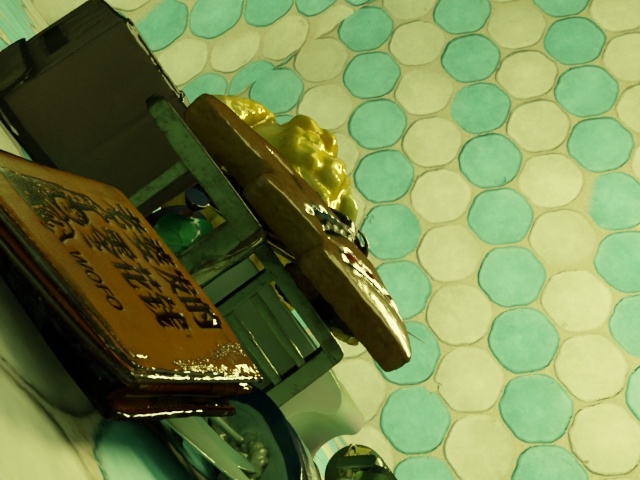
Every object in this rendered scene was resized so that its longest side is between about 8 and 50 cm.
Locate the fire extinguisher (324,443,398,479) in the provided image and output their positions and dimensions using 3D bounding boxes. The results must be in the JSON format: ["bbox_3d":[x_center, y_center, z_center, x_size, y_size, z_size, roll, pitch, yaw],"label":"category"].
[{"bbox_3d":[0.079,0.383,1.337,0.311,0.114,0.095,58,40,-52],"label":"fire extinguisher"}]

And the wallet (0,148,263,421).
[{"bbox_3d":[-0.123,0.018,0.497,0.195,0.042,0.161,48,6,21],"label":"wallet"}]

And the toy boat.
[{"bbox_3d":[-0.093,0.096,0.578,0.291,0.067,0.220,53,-2,-26],"label":"toy boat"}]

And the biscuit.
[{"bbox_3d":[0.001,-0.001,0.779,0.301,0.043,0.278,54,5,33],"label":"biscuit"}]

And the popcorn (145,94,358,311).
[{"bbox_3d":[-0.128,-0.056,1.376,0.381,0.349,0.349,29,5,-20],"label":"popcorn"}]

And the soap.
[{"bbox_3d":[-0.052,0.150,0.984,0.208,0.115,0.347,53,-4,20],"label":"soap"}]

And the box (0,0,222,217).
[{"bbox_3d":[-0.234,-0.142,0.936,0.188,0.153,0.252,57,-6,-26],"label":"box"}]

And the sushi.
[{"bbox_3d":[-0.023,0.055,1.001,0.264,0.050,0.290,32,-1,-11],"label":"sushi"}]

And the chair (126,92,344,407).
[{"bbox_3d":[-0.100,0.033,0.717,0.270,0.136,0.147,55,-4,-3],"label":"chair"}]

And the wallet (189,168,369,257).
[{"bbox_3d":[-0.062,-0.032,1.095,0.262,0.071,0.221,25,-1,2],"label":"wallet"}]

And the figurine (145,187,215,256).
[{"bbox_3d":[-0.166,0.017,0.995,0.102,0.111,0.195,63,-10,8],"label":"figurine"}]
